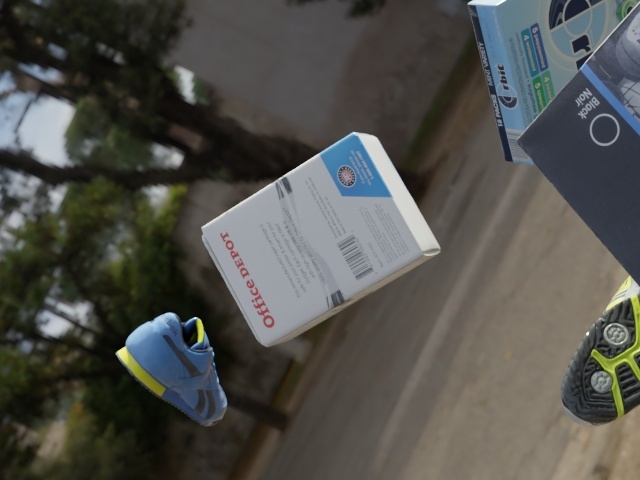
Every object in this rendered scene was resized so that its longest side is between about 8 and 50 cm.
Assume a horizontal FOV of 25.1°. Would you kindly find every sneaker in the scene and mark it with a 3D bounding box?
[{"bbox_3d":[0.496,0.150,2.225,0.384,0.145,0.147,-48,-16,-27],"label":"sneaker"},{"bbox_3d":[-0.131,0.132,1.491,0.082,0.069,0.209,-44,-30,-2],"label":"sneaker"}]

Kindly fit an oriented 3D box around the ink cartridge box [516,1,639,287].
[{"bbox_3d":[0.298,-0.010,0.998,0.065,0.332,0.165,-5,-40,-54],"label":"ink cartridge box"}]

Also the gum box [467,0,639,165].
[{"bbox_3d":[0.229,-0.179,1.325,0.184,0.041,0.157,-31,-63,-30],"label":"gum box"}]

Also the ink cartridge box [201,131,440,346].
[{"bbox_3d":[0.000,0.000,1.429,0.191,0.139,0.082,-31,-7,18],"label":"ink cartridge box"}]
